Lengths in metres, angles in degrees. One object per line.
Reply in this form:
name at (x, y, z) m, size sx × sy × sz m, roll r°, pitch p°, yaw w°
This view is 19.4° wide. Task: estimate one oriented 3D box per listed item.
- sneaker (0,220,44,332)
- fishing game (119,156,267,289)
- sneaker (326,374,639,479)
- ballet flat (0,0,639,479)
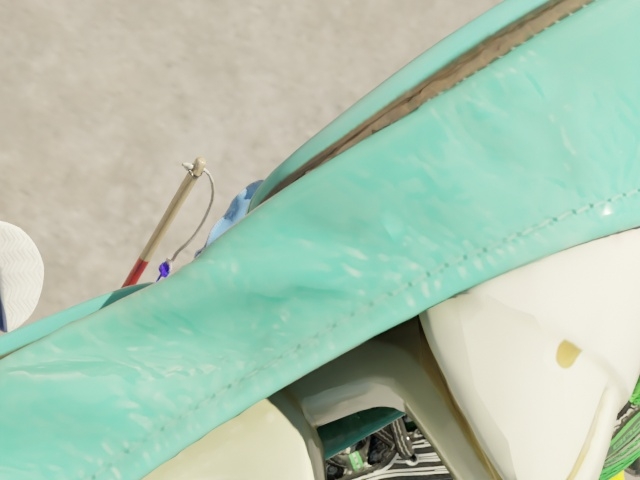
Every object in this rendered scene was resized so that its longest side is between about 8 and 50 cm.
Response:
sneaker at (-0.414, 0.039, 1.592) m, size 0.315 × 0.182 × 0.127 m, roll -3°, pitch 95°, yaw -30°
fishing game at (0.000, 0.000, 1.273) m, size 0.264 × 0.041 × 0.189 m, roll 7°, pitch 134°, yaw -30°
sneaker at (0.016, 0.092, 0.915) m, size 0.343 × 0.134 × 0.146 m, roll -18°, pitch 151°, yaw -16°
ballet flat at (-0.002, 0.032, 0.340) m, size 0.247 × 0.087 × 0.083 m, roll -30°, pitch 162°, yaw -1°
